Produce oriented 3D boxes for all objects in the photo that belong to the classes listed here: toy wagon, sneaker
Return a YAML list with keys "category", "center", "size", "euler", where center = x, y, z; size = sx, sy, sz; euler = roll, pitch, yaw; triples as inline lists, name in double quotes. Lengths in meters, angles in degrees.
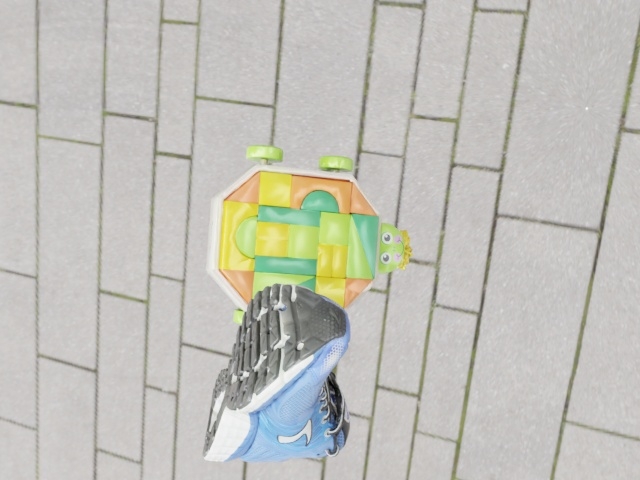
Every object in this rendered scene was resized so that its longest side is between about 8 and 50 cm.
- category: "toy wagon"
  center: [0.000, 0.000, 1.079]
  size: [0.345, 0.068, 0.267]
  euler: [5, 89, -22]
- category: "sneaker"
  center: [-0.026, 0.156, 0.755]
  size: [0.147, 0.129, 0.330]
  euler: [12, 145, -13]
